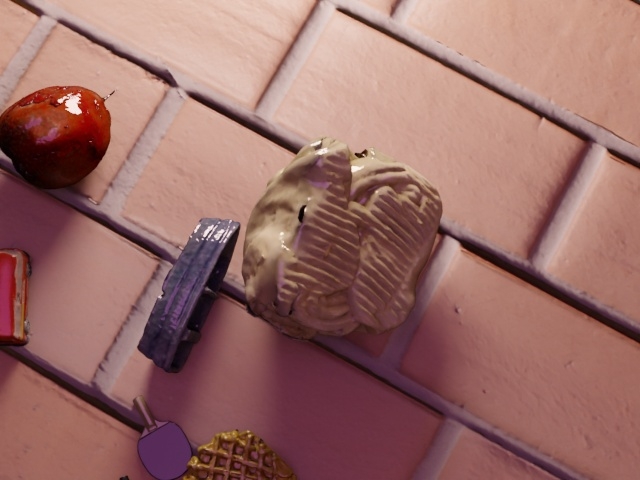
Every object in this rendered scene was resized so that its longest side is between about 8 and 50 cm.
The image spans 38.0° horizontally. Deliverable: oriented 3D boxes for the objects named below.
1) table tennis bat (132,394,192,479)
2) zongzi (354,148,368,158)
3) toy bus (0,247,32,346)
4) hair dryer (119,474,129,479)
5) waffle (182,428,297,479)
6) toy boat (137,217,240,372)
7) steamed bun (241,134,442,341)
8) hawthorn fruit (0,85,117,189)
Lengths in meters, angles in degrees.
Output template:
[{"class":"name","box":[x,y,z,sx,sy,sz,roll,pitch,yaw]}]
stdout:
[{"class":"table tennis bat","box":[-0.281,0.339,1.603,0.087,0.013,0.156,-28,82,-5]},{"class":"zongzi","box":[0.072,-0.133,1.664,0.067,0.073,0.083,-7,78,16]},{"class":"toy bus","box":[-0.549,0.096,1.613,0.079,0.077,0.174,-1,80,-1]},{"class":"hair dryer","box":[-0.346,0.451,1.578,0.083,0.031,0.079,-28,70,3]},{"class":"waffle","box":[-0.130,0.411,1.572,0.194,0.051,0.149,45,83,2]},{"class":"toy boat","box":[-0.218,0.088,1.593,0.078,0.127,0.282,22,82,10]},{"class":"steamed bun","box":[0.000,0.000,1.557,0.394,0.237,0.346,-29,107,-33]},{"class":"hawthorn fruit","box":[-0.449,-0.203,1.629,0.181,0.181,0.235,42,72,7]}]
